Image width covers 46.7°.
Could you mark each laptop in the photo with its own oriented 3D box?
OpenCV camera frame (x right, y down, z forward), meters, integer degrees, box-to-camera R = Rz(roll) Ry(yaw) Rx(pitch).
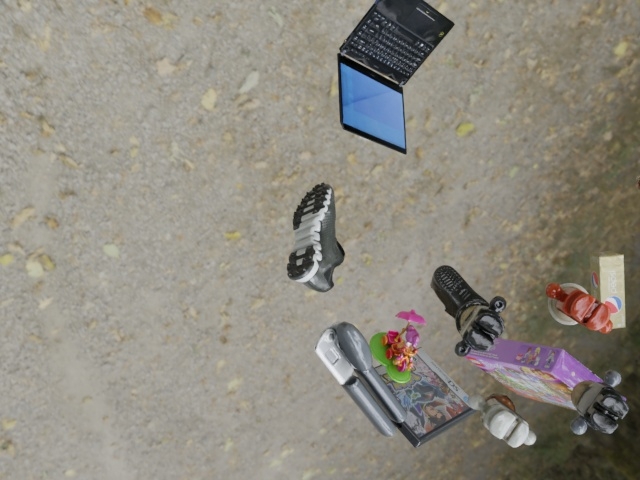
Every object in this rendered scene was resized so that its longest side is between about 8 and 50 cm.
[{"bbox_3d":[0.158,-0.336,1.478,0.234,0.136,0.264,12,126,-51],"label":"laptop"}]

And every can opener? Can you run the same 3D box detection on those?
[{"bbox_3d":[0.082,0.264,1.378,0.074,0.093,0.280,-45,122,-21],"label":"can opener"}]

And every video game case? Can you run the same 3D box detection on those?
[{"bbox_3d":[0.273,0.428,2.063,0.275,0.248,0.035,-14,139,-42],"label":"video game case"}]

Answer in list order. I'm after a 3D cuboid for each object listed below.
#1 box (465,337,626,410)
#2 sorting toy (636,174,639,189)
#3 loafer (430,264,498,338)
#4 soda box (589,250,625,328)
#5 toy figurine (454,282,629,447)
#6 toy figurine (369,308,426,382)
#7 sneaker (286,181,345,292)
[{"bbox_3d":[0.459,0.283,1.561,0.201,0.293,0.057,37,75,-20],"label":"box"},{"bbox_3d":[0.708,-0.090,1.561,0.046,0.132,0.274,-22,160,20],"label":"sorting toy"},{"bbox_3d":[0.343,0.157,1.768,0.080,0.220,0.078,-31,169,-24],"label":"loafer"},{"bbox_3d":[0.692,0.119,1.786,0.061,0.058,0.181,-5,99,-2],"label":"soda box"},{"bbox_3d":[0.298,0.168,1.017,0.213,0.209,0.148,-14,179,5],"label":"toy figurine"},{"bbox_3d":[0.224,0.265,1.976,0.130,0.173,0.159,8,131,-21],"label":"toy figurine"},{"bbox_3d":[0.000,0.000,1.383,0.078,0.234,0.106,-19,134,32],"label":"sneaker"}]
